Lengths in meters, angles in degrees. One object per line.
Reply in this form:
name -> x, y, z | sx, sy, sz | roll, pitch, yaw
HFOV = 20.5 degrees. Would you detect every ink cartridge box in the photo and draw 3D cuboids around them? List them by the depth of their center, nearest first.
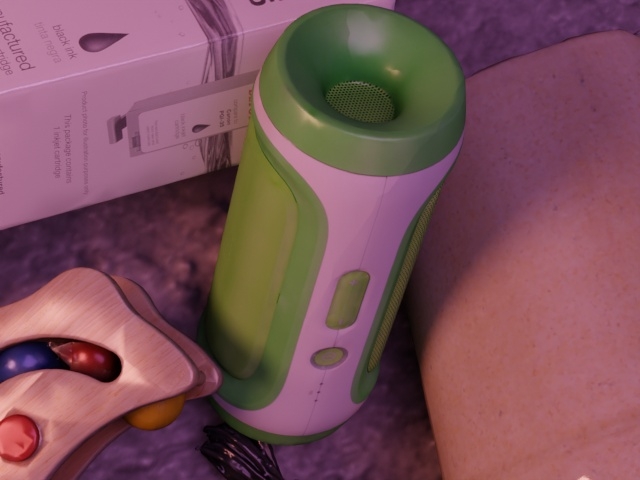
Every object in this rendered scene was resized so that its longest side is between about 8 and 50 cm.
ink cartridge box -> -0.123, -0.142, 1.112 | 0.283, 0.117, 0.207 | -17, 51, -21

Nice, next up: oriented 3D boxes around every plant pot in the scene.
plant pot -> 0.186, 0.042, 1.163 | 0.334, 0.334, 0.305 | -14, 76, -21

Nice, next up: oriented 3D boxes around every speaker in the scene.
speaker -> 0.000, 0.000, 1.078 | 0.131, 0.296, 0.131 | 7, 49, -8

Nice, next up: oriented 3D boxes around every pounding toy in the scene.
pounding toy -> -0.198, 0.125, 1.052 | 0.269, 0.155, 0.154 | -27, 81, 6

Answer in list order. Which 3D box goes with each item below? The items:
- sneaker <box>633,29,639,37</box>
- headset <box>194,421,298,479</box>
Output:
sneaker -> 0.231, -0.064, 1.313 | 0.077, 0.072, 0.178 | -12, 79, -9
headset -> -0.133, 0.264, 1.055 | 0.394, 0.243, 0.185 | -33, 74, -36
